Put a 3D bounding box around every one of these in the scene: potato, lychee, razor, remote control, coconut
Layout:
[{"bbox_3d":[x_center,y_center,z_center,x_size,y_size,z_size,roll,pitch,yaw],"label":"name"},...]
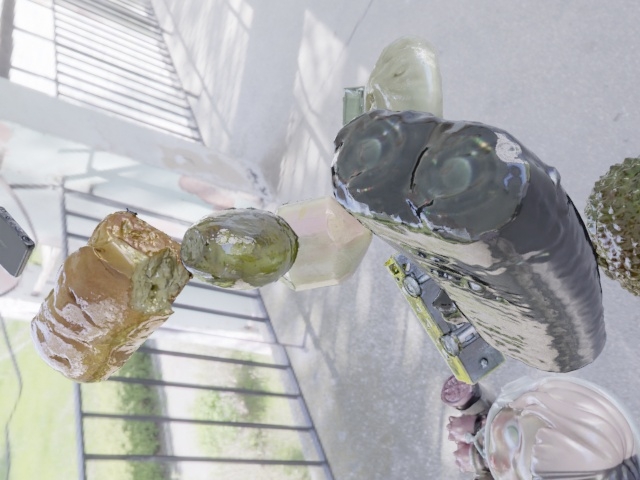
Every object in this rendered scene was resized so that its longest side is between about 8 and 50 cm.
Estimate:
[{"bbox_3d":[-0.108,0.008,0.883,0.149,0.251,0.113,16,92,14],"label":"potato"},{"bbox_3d":[0.601,-0.023,1.109,0.320,0.269,0.270,114,155,-63],"label":"lychee"},{"bbox_3d":[0.148,0.009,0.556,0.189,0.327,0.107,23,77,41],"label":"razor"},{"bbox_3d":[0.156,-0.305,1.460,0.285,0.038,0.124,7,99,46],"label":"remote control"},{"bbox_3d":[0.000,0.000,1.100,0.171,0.182,0.171,-12,-90,-89],"label":"coconut"}]

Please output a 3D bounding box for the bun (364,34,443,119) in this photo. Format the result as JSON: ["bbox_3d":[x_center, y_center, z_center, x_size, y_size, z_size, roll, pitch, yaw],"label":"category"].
[{"bbox_3d":[0.112,-0.188,0.878,0.183,0.102,0.184,-5,-90,-87],"label":"bun"}]

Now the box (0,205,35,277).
[{"bbox_3d":[-0.687,0.006,1.376,0.126,0.027,0.125,46,124,7],"label":"box"}]

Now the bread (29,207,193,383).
[{"bbox_3d":[-0.373,0.112,1.090,0.344,0.195,0.149,-46,20,35],"label":"bread"}]

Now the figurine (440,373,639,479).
[{"bbox_3d":[0.360,0.326,1.023,0.253,0.210,0.361,64,159,-1],"label":"figurine"}]

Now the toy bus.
[{"bbox_3d":[0.190,0.103,0.953,0.226,0.081,0.074,56,168,4],"label":"toy bus"}]
